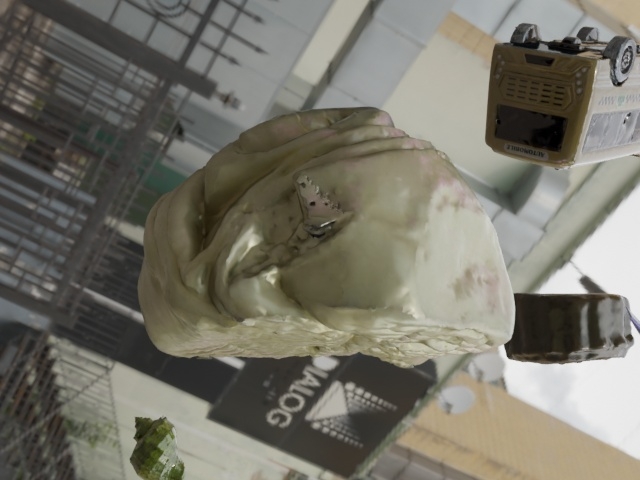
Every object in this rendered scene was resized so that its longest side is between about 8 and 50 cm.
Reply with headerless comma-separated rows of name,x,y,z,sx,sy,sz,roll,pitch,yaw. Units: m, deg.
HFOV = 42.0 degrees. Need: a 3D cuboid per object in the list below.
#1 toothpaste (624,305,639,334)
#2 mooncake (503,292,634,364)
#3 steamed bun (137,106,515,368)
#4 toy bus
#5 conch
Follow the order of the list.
toothpaste,0.372,0.107,0.955,0.015,0.083,0.024,-37,-161,22
mooncake,0.425,0.154,1.449,0.228,0.228,0.124,159,-66,-68
steamed bun,0.000,0.000,0.726,0.275,0.320,0.206,116,-26,-74
toy bus,0.322,-0.170,0.992,0.139,0.290,0.157,21,-67,37
conch,-0.226,0.295,1.152,0.074,0.121,0.089,-31,174,-32
